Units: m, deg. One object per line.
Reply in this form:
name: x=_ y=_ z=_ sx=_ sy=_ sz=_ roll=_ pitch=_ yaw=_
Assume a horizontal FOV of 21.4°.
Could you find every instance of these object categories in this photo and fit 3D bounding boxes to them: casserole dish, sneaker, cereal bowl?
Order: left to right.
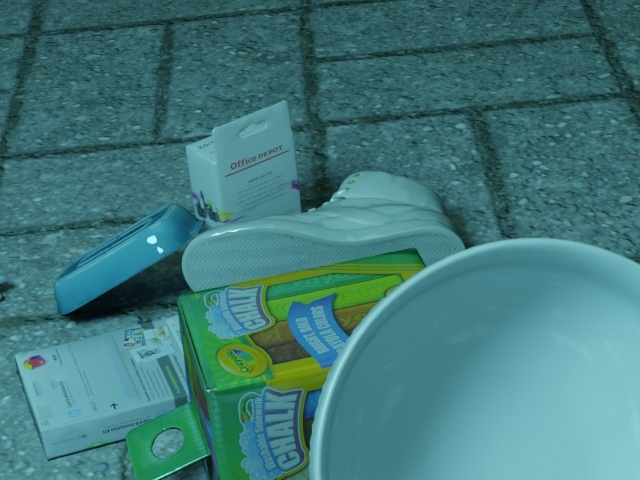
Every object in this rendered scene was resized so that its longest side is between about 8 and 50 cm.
casserole dish: x=-0.208 y=0.016 z=1.781 sx=0.188 sy=0.037 sz=0.114 roll=-29 pitch=12 yaw=15
sneaker: x=0.000 y=0.000 z=1.807 sx=0.293 sy=0.108 sz=0.169 roll=-2 pitch=24 yaw=-3
cereal bowl: x=0.154 y=0.172 z=1.306 sx=0.339 sy=0.338 sz=0.141 roll=-10 pitch=-7 yaw=-8

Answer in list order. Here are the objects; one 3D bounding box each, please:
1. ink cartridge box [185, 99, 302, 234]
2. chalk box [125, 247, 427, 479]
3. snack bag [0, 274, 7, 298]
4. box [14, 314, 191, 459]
ink cartridge box: x=-0.082 y=-0.064 z=1.837 sx=0.104 sy=0.181 sz=0.061 roll=-24 pitch=35 yaw=-29
chalk box: x=-0.025 y=0.143 z=1.465 sx=0.289 sy=0.179 sz=0.180 roll=-11 pitch=28 yaw=-10
snack bag: x=-0.568 y=0.041 z=1.813 sx=0.343 sy=0.037 sz=0.323 roll=17 pitch=21 yaw=34
box: x=-0.193 y=0.138 z=1.649 sx=0.186 sy=0.038 sz=0.145 roll=-13 pitch=30 yaw=-15
